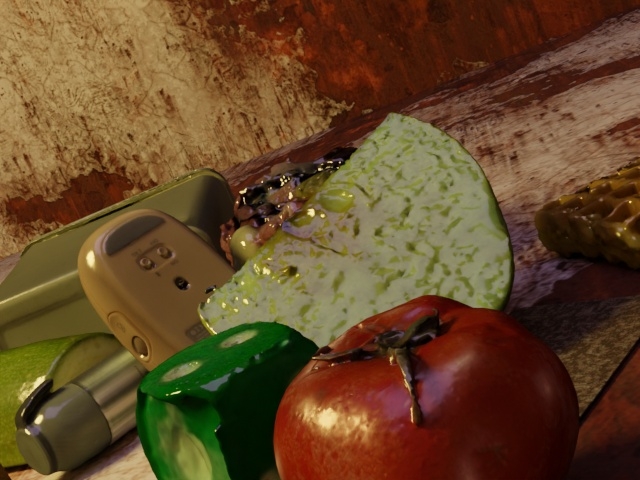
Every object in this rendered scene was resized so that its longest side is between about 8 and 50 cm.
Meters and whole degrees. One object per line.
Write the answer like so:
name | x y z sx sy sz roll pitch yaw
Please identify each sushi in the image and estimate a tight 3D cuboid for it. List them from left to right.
sushi | 0.000 0.000 1.113 0.236 0.171 0.270 -27 18 -18

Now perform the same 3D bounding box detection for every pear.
pear | 0.071 0.047 0.868 0.288 0.139 0.239 -46 44 -16

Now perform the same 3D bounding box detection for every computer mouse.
computer mouse | -0.153 0.068 1.018 0.145 0.236 0.082 -38 -15 -38

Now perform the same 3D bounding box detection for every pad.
pad | 0.168 0.103 0.763 0.158 0.003 0.235 -11 17 44

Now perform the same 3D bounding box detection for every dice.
dice | -0.057 0.140 0.722 0.120 0.128 0.131 -30 12 -35

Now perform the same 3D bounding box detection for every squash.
squash | -0.372 0.187 1.148 0.288 0.111 0.203 -16 13 35

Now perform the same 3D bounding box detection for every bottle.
bottle | -0.211 0.151 1.028 0.079 0.096 0.253 -19 12 48

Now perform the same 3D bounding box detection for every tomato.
tomato | 0.070 0.115 0.548 0.187 0.151 0.187 -24 5 2

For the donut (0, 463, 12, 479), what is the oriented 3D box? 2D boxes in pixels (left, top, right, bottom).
donut | -0.357 0.250 0.736 0.261 0.128 0.208 -27 13 -20

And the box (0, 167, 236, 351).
box | -0.278 0.061 1.368 0.351 0.178 0.344 -22 15 2

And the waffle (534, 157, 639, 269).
waffle | 0.324 -0.030 0.922 0.160 0.055 0.211 -25 14 -13
